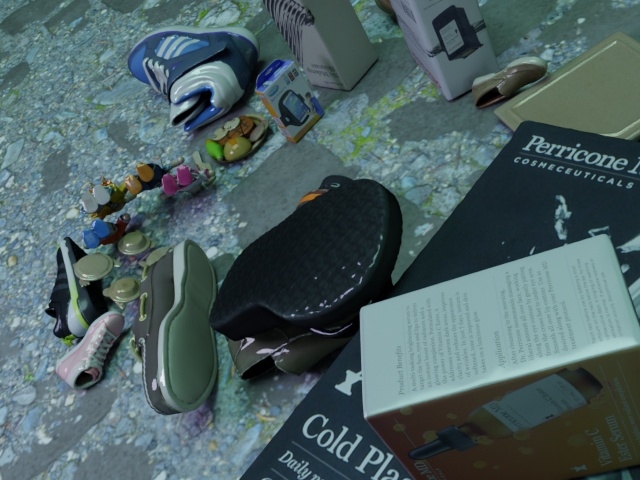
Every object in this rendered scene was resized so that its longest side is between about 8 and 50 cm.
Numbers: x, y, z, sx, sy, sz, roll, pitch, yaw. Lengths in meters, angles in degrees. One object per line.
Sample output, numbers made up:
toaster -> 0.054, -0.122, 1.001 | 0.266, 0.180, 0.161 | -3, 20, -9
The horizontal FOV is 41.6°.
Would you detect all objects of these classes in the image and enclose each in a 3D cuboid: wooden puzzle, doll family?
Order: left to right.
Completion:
doll family -> -0.319, -0.090, 1.466 | 0.263, 0.118, 0.163 | -32, 0, 1
wooden puzzle -> 0.387, -0.187, 1.179 | 0.221, 0.044, 0.238 | -33, 35, 3

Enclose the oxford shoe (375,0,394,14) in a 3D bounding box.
oxford shoe -> 0.184, -0.578, 1.657 | 0.146, 0.140, 0.397 | -28, 33, 59

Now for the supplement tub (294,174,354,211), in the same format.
supplement tub -> 0.000, 0.000, 1.199 | 0.106, 0.106, 0.198 | 0, 51, 34

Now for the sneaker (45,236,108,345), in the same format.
sneaker -> -0.429, 0.083, 1.419 | 0.097, 0.084, 0.234 | -34, 40, 2

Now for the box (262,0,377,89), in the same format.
box -> -0.014, -0.395, 1.463 | 0.113, 0.275, 0.094 | 18, 63, 44

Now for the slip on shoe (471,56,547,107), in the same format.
slip on shoe -> 0.283, -0.236, 1.270 | 0.135, 0.051, 0.041 | -11, 59, 48

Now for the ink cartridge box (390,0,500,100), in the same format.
ink cartridge box -> 0.180, -0.369, 1.340 | 0.100, 0.237, 0.172 | -28, 40, 3

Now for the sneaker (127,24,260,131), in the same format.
sneaker -> -0.289, -0.315, 1.678 | 0.323, 0.130, 0.236 | -1, 46, 26

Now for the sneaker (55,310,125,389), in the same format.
sneaker -> -0.344, 0.174, 1.301 | 0.134, 0.051, 0.070 | -46, 43, -9

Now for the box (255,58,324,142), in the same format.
box -> -0.054, -0.244, 1.449 | 0.081, 0.136, 0.028 | -48, 42, -15

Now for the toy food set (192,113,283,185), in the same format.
toy food set -> -0.153, -0.192, 1.539 | 0.192, 0.038, 0.132 | -34, 40, 0

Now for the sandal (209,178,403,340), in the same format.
sandal -> -0.003, 0.041, 0.954 | 0.167, 0.107, 0.446 | -66, 17, -18

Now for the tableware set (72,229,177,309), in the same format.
tableware set -> -0.312, 0.041, 1.386 | 0.141, 0.020, 0.169 | 33, 53, 31

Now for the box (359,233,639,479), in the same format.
box -> 0.129, 0.091, 0.555 | 0.170, 0.130, 0.091 | -19, 42, 19

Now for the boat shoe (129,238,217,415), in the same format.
boat shoe -> -0.217, 0.129, 1.215 | 0.097, 0.116, 0.324 | -27, 37, 16

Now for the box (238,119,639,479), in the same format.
box -> 0.272, 0.195, 0.689 | 0.480, 0.297, 0.472 | 21, 62, 44

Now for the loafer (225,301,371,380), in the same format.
loafer -> -0.016, 0.134, 1.106 | 0.251, 0.094, 0.087 | -16, 67, 33
